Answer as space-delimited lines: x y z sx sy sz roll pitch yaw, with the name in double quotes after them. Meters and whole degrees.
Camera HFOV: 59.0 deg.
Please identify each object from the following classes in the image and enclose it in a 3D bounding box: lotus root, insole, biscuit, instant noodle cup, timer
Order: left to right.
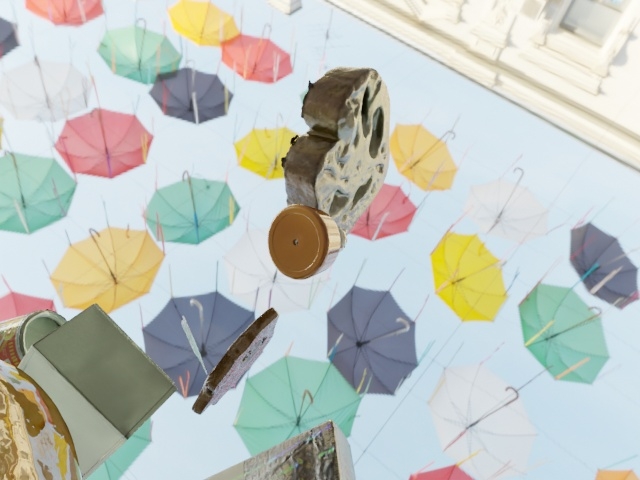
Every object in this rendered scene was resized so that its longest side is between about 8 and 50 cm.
-0.583 0.221 1.067 0.212 0.193 0.193 -23 -128 20 "instant noodle cup"
-0.230 0.183 1.018 0.007 0.322 0.109 -22 -89 -17 "insole"
-0.155 0.218 1.013 0.034 0.182 0.215 36 -120 10 "biscuit"
0.000 0.000 1.033 0.132 0.132 0.152 48 -153 24 "timer"
0.055 -0.186 1.279 0.111 0.390 0.375 17 -173 25 "lotus root"

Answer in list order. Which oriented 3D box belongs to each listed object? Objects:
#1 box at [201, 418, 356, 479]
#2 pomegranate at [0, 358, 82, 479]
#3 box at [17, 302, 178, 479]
-0.087 0.476 1.021 0.310 0.084 0.198 -27 -156 8 "box"
-0.313 0.198 0.357 0.320 0.319 0.319 4 -127 -6 "pomegranate"
-0.275 0.190 0.629 0.129 0.225 0.086 46 -146 -1 "box"
